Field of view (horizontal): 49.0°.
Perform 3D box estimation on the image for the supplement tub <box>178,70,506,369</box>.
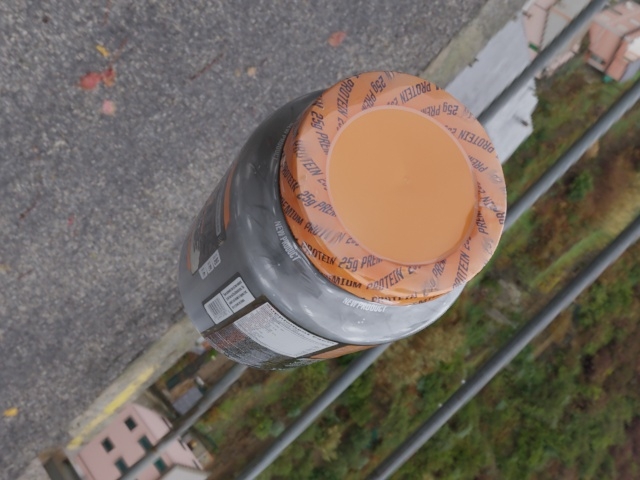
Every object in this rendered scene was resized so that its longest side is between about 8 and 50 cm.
[{"bbox_3d":[0.000,0.000,0.581,0.193,0.194,0.316,-31,178,-26],"label":"supplement tub"}]
